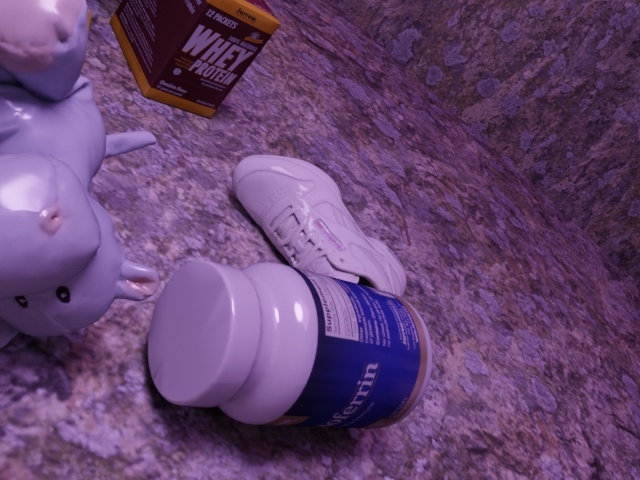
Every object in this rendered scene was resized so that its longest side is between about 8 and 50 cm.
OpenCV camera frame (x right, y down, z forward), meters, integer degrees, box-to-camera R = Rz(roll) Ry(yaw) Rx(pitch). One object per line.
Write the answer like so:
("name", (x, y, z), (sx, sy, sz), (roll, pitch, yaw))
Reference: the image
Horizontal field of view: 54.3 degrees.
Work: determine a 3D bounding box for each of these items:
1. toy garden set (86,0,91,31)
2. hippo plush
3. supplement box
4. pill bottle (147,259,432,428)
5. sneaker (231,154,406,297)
("toy garden set", (-0.380, -0.362, 0.765), (0.244, 0.203, 0.049), (8, 6, -34))
("hippo plush", (-0.262, -0.036, 0.491), (0.294, 0.234, 0.236), (93, -16, -69))
("supplement box", (-0.199, -0.336, 0.965), (0.129, 0.194, 0.191), (10, 42, -49))
("pill bottle", (-0.023, 0.105, 0.619), (0.265, 0.153, 0.153), (17, 37, -42))
("sneaker", (0.000, 0.000, 0.848), (0.305, 0.114, 0.152), (41, 25, -7))
